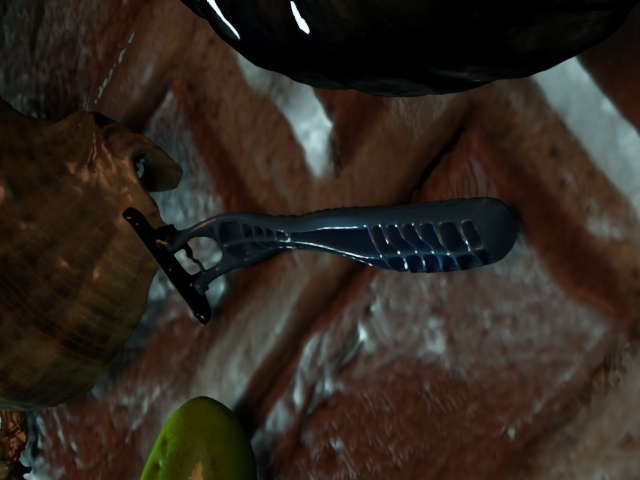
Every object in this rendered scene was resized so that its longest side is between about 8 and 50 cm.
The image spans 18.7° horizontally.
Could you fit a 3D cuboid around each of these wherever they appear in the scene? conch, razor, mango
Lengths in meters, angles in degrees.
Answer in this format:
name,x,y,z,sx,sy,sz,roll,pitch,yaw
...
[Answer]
name,x,y,z,sx,sy,sz,roll,pitch,yaw
conch,-0.228,-0.007,1.178,0.291,0.159,0.210,-10,73,46
razor,0.000,0.000,1.013,0.253,0.042,0.082,-5,128,48
mango,-0.068,0.140,1.073,0.073,0.056,0.108,2,88,43

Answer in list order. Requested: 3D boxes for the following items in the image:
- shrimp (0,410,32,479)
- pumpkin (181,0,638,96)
name,x,y,z,sx,sy,sz,roll,pitch,yaw
shrimp,-0.213,0.122,1.261,0.099,0.041,0.180,-54,49,13
pumpkin,0.017,-0.190,0.817,0.296,0.296,0.296,-2,87,49
